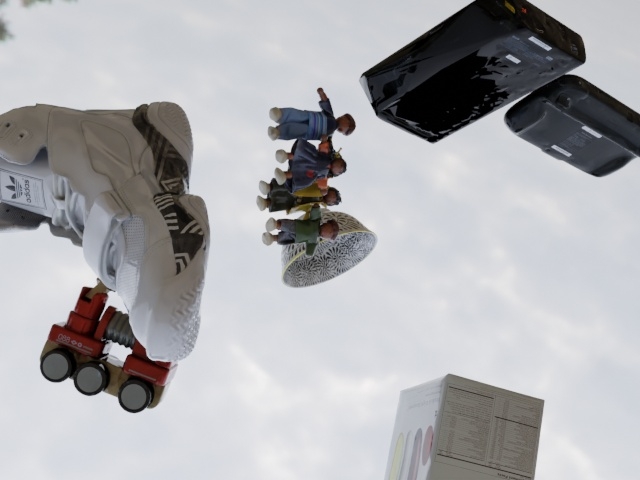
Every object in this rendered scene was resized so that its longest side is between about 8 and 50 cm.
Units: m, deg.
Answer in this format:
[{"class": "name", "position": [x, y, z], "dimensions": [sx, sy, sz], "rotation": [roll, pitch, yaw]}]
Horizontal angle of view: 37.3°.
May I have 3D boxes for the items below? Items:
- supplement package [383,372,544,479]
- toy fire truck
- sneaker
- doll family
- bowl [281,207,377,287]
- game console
[{"class": "supplement package", "position": [0.188, 0.310, 1.305], "dimensions": [0.149, 0.194, 0.203], "rotation": [16, -110, -10]}, {"class": "toy fire truck", "position": [-0.335, 0.144, 1.637], "dimensions": [0.217, 0.246, 0.158], "rotation": [21, -179, 3]}, {"class": "sneaker", "position": [-0.225, -0.019, 0.925], "dimensions": [0.210, 0.137, 0.365], "rotation": [1, -142, -14]}, {"class": "doll family", "position": [-0.011, -0.078, 1.104], "dimensions": [0.111, 0.192, 0.076], "rotation": [-2, -151, -28]}, {"class": "bowl", "position": [0.000, 0.000, 1.530], "dimensions": [0.170, 0.170, 0.080], "rotation": [-3, -121, -41]}, {"class": "game console", "position": [0.235, -0.147, 1.061], "dimensions": [0.361, 0.213, 0.043], "rotation": [20, -121, -36]}]
